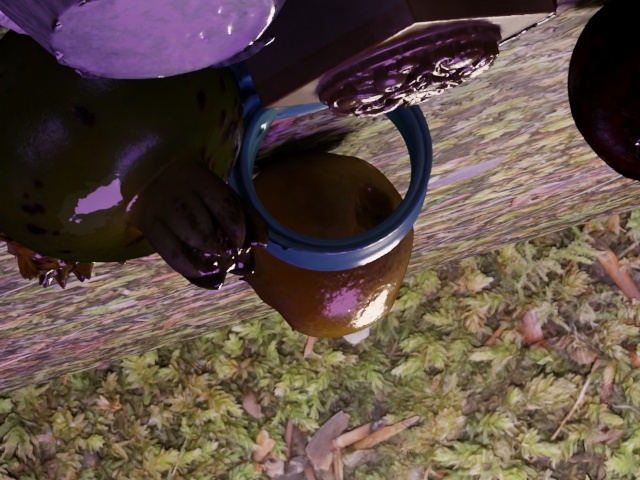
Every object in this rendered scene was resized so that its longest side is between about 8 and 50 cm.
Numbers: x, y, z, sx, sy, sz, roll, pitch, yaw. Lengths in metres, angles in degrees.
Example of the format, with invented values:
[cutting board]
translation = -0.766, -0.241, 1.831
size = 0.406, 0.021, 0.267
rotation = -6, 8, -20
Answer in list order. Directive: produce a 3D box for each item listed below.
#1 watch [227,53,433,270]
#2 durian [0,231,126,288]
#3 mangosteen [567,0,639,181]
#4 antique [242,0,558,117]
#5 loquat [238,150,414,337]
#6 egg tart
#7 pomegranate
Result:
[watch]
translation = -0.008, -0.072, 1.419
size = 0.211, 0.193, 0.211
rotation = -18, 171, -3
[durian]
translation = -0.227, -0.026, 1.575
size = 0.191, 0.112, 0.341
rotation = -14, 170, -3
[mangosteen]
translation = 0.334, -0.152, 1.630
size = 0.210, 0.209, 0.210
rotation = -17, 172, -2
[antique]
translation = 0.041, -0.161, 1.078
size = 0.152, 0.148, 0.147
rotation = -11, 169, -45
[loquat]
translation = 0.004, 0.003, 1.914
size = 0.213, 0.213, 0.213
rotation = -17, 172, -2
[egg tart]
translation = -0.092, -0.151, 0.941
size = 0.234, 0.094, 0.234
rotation = -12, 162, -4
[pomegranate]
translation = -0.128, -0.058, 1.138
size = 0.202, 0.248, 0.202
rotation = -33, 150, -22
